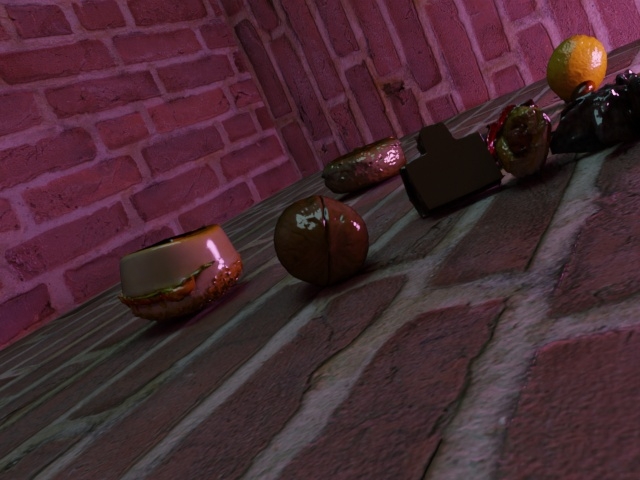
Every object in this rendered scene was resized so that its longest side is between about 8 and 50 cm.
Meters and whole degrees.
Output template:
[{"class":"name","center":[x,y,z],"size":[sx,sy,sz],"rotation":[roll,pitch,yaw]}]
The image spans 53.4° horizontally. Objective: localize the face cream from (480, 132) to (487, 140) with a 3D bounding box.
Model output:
[{"class":"face cream","center":[0.369,-0.224,1.694],"size":[0.073,0.073,0.283],"rotation":[-31,11,-32]}]

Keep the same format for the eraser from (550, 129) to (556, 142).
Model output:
[{"class":"eraser","center":[0.531,-0.239,1.501],"size":[0.019,0.027,0.099],"rotation":[-22,6,-38]}]

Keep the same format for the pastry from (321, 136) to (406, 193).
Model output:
[{"class":"pastry","center":[0.154,-0.257,2.236],"size":[0.329,0.137,0.330],"rotation":[-23,11,5]}]

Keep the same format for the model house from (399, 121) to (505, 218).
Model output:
[{"class":"model house","center":[0.263,-0.149,1.371],"size":[0.180,0.176,0.248],"rotation":[-25,-7,2]}]

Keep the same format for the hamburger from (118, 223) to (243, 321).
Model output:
[{"class":"hamburger","center":[-0.320,0.079,1.464],"size":[0.275,0.179,0.294],"rotation":[-15,9,31]}]

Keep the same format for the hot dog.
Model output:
[{"class":"hot dog","center":[0.389,-0.196,1.230],"size":[0.102,0.146,0.213],"rotation":[9,8,16]}]

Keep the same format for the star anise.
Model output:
[{"class":"star anise","center":[0.579,-0.257,1.191],"size":[0.331,0.118,0.332],"rotation":[-23,4,2]}]

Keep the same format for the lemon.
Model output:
[{"class":"lemon","center":[0.797,-0.535,1.977],"size":[0.193,0.180,0.180],"rotation":[-49,8,4]}]

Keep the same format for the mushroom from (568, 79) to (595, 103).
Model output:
[{"class":"mushroom","center":[0.744,-0.406,1.757],"size":[0.129,0.073,0.088],"rotation":[-19,-20,18]}]

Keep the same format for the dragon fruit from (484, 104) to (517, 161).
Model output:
[{"class":"dragon fruit","center":[0.427,-0.211,1.508],"size":[0.192,0.122,0.092],"rotation":[-45,-13,-12]}]

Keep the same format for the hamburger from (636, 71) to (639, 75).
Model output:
[{"class":"hamburger","center":[0.727,-0.336,1.367],"size":[0.138,0.083,0.147],"rotation":[-25,5,-4]}]

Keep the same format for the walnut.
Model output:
[{"class":"walnut","center":[0.000,0.000,1.132],"size":[0.167,0.168,0.207],"rotation":[-26,11,-6]}]
